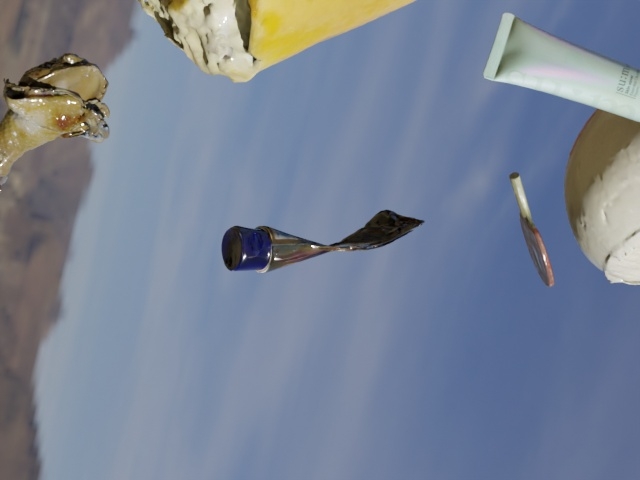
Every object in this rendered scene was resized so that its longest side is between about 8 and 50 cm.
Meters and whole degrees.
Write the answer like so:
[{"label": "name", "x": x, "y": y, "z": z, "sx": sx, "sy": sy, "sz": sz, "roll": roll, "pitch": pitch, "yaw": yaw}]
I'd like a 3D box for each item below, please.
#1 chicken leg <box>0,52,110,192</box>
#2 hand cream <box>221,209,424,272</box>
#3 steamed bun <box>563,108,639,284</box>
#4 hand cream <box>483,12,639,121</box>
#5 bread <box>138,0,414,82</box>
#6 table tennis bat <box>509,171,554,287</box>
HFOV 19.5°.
[{"label": "chicken leg", "x": -0.338, "y": -0.142, "z": 2.205, "sx": 0.125, "sy": 0.196, "sz": 0.080, "roll": 61, "pitch": 7, "yaw": -26}, {"label": "hand cream", "x": 0.000, "y": 0.000, "z": 1.456, "sx": 0.062, "sy": 0.163, "sz": 0.039, "roll": -4, "pitch": -87, "yaw": 58}, {"label": "steamed bun", "x": 0.472, "y": -0.110, "z": 2.322, "sx": 0.374, "sy": 0.374, "sz": 0.241, "roll": 126, "pitch": -53, "yaw": -65}, {"label": "hand cream", "x": 0.270, "y": -0.165, "z": 1.886, "sx": 0.050, "sy": 0.205, "sz": 0.078, "roll": 112, "pitch": -3, "yaw": -73}, {"label": "bread", "x": -0.028, "y": -0.398, "z": 1.945, "sx": 0.361, "sy": 0.394, "sz": 0.250, "roll": 51, "pitch": -25, "yaw": 28}, {"label": "table tennis bat", "x": 0.258, "y": -0.013, "z": 2.289, "sx": 0.087, "sy": 0.013, "sz": 0.156, "roll": -115, "pitch": -176, "yaw": -65}]
